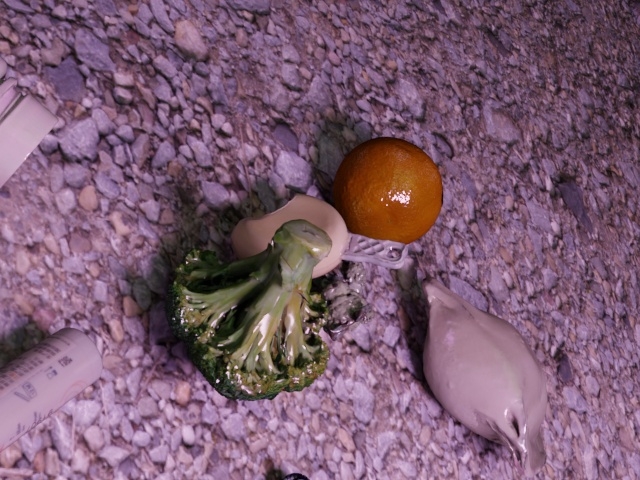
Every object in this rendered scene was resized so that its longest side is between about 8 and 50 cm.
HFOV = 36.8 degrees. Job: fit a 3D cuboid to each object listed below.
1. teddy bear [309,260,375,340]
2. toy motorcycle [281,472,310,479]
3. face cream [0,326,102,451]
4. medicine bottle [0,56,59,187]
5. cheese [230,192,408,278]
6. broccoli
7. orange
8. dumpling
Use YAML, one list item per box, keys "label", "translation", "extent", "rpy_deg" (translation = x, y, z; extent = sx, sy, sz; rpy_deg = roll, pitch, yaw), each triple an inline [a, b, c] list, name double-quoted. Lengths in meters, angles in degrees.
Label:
- label: "teddy bear"
  translation: [0.018, 0.090, 1.512]
  extent: [0.213, 0.133, 0.111]
  rpy_deg: [-118, -172, -45]
- label: "toy motorcycle"
  translation: [-0.041, 0.406, 1.260]
  extent: [0.114, 0.076, 0.205]
  rpy_deg: [6, 60, -30]
- label: "face cream"
  translation: [-0.367, 0.194, 1.099]
  extent: [0.082, 0.082, 0.269]
  rpy_deg: [52, 41, -1]
- label: "medicine bottle"
  translation: [-0.486, -0.192, 1.197]
  extent: [0.293, 0.170, 0.170]
  rpy_deg: [40, 42, -17]
- label: "cheese"
  translation: [-0.005, 0.014, 1.464]
  extent: [0.248, 0.071, 0.163]
  rpy_deg: [26, 51, 27]
- label: "broccoli"
  translation: [-0.080, 0.090, 1.300]
  extent: [0.254, 0.269, 0.269]
  rpy_deg: [20, 50, -23]
- label: "orange"
  translation: [0.118, -0.086, 1.670]
  extent: [0.206, 0.206, 0.206]
  rpy_deg: [24, 48, -29]
- label: "dumpling"
  translation: [0.286, 0.222, 1.636]
  extent: [0.341, 0.181, 0.260]
  rpy_deg: [38, 10, 29]
